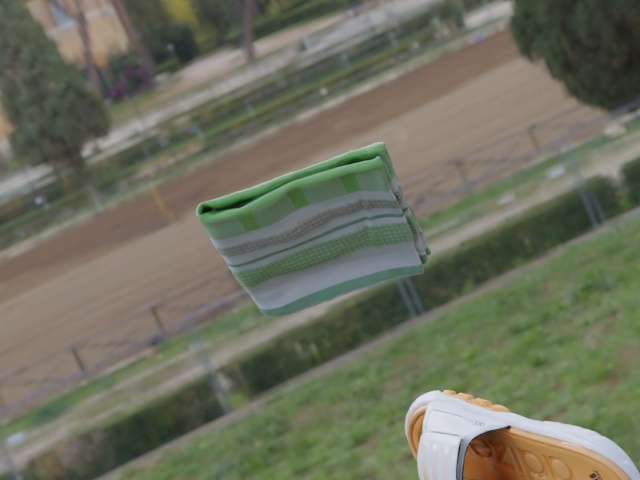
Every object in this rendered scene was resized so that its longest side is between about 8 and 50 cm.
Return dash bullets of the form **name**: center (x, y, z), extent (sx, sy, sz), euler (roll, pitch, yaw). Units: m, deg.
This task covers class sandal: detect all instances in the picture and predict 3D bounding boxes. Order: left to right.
- **sandal**: center (0.144, 0.189, 1.241), extent (0.076, 0.102, 0.265), euler (-39, 22, -29)

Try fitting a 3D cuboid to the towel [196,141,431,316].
- **towel**: center (0.000, 0.000, 0.870), extent (0.113, 0.023, 0.152), euler (-20, -25, 4)
